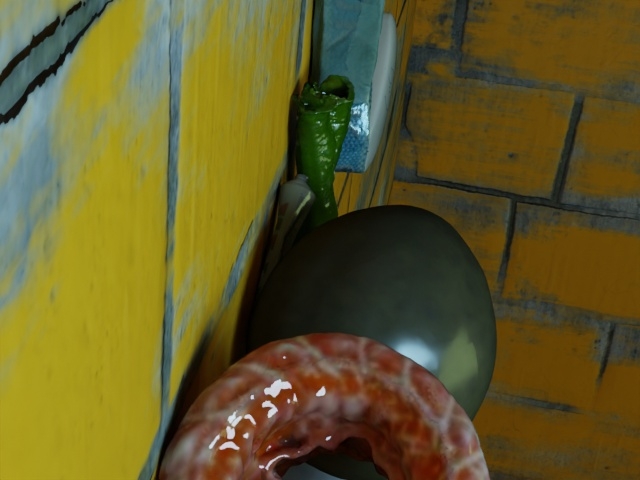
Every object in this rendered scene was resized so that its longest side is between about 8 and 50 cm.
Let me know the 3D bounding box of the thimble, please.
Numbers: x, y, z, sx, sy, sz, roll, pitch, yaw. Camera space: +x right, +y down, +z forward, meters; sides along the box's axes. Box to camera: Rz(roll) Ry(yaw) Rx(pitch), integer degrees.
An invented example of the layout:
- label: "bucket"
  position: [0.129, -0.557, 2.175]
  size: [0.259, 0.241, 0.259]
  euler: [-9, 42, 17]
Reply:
- label: "thimble"
  position: [0.003, 0.192, 0.832]
  size: [0.162, 0.239, 0.239]
  euler: [90, 11, -59]

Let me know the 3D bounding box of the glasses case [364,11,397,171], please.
- label: "glasses case"
  position: [0.067, -0.204, 1.646]
  size: [0.092, 0.059, 0.233]
  euler: [89, 12, -67]

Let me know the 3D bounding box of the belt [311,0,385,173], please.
- label: "belt"
  position: [0.028, -0.196, 1.210]
  size: [0.087, 0.072, 0.302]
  euler: [-78, 174, -49]

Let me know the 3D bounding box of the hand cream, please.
- label: "hand cream"
  position: [-0.040, 0.015, 1.125]
  size: [0.057, 0.037, 0.165]
  euler: [79, 28, -75]

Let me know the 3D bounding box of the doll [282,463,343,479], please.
- label: "doll"
  position: [-0.014, 0.278, 1.157]
  size: [0.221, 0.221, 0.251]
  euler: [73, 5, -77]

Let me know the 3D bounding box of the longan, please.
- label: "longan"
  position: [0.050, 0.088, 1.067]
  size: [0.248, 0.248, 0.248]
  euler: [9, 90, -84]

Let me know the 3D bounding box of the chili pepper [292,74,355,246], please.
- label: "chili pepper"
  position: [0.000, 0.001, 1.242]
  size: [0.085, 0.076, 0.359]
  euler: [-46, 146, -45]
